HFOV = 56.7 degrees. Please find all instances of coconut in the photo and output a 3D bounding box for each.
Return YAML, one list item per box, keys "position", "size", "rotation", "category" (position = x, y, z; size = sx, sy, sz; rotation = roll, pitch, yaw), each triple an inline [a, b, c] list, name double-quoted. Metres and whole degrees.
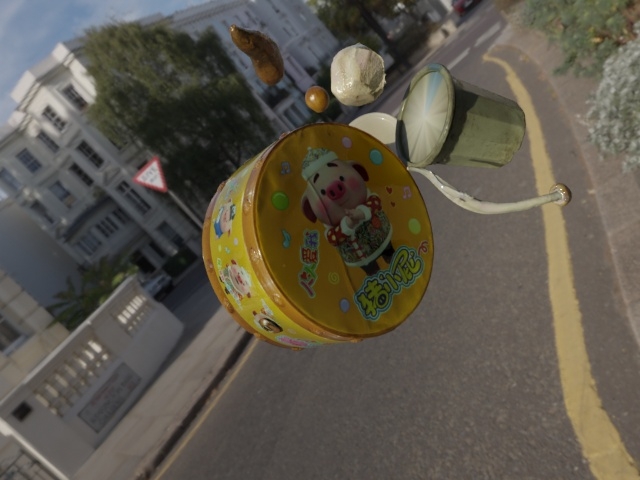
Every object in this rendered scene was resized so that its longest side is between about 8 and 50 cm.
- position: [0.075, -0.335, 1.176]
  size: [0.110, 0.110, 0.124]
  rotation: [162, 109, -68]
  category: "coconut"

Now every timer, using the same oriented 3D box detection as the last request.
- position: [0.165, -0.202, 1.600]
  size: [0.175, 0.175, 0.266]
  rotation: [-44, -25, -3]
  category: "timer"

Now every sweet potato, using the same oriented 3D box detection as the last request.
- position: [-0.169, -0.529, 1.658]
  size: [0.097, 0.097, 0.292]
  rotation: [-43, -21, 2]
  category: "sweet potato"

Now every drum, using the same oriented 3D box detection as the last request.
- position: [0.000, 0.000, 1.148]
  size: [0.214, 0.431, 0.431]
  rotation: [-23, 22, 52]
  category: "drum"

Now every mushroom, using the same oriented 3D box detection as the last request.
- position: [0.300, -0.083, 1.046]
  size: [0.043, 0.306, 0.068]
  rotation: [106, 165, -55]
  category: "mushroom"

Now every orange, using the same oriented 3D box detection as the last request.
- position: [-0.009, -0.443, 1.862]
  size: [0.085, 0.085, 0.085]
  rotation: [-42, 10, 9]
  category: "orange"

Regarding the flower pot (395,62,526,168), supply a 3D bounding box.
- position: [0.282, -0.226, 1.195]
  size: [0.212, 0.203, 0.212]
  rotation: [-171, 90, -66]
  category: "flower pot"
